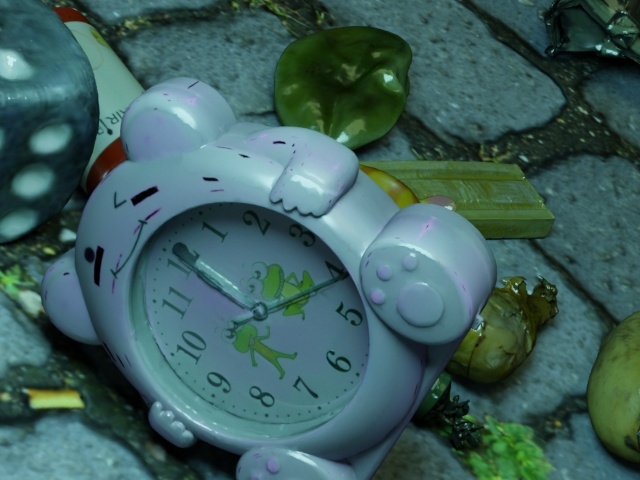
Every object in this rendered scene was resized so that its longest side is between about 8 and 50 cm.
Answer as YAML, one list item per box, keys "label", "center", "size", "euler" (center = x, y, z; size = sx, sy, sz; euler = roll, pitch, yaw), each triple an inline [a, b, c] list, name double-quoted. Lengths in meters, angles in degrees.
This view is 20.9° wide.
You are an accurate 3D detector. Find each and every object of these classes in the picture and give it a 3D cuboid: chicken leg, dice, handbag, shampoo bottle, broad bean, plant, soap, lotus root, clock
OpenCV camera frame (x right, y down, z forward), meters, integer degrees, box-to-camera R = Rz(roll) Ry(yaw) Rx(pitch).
- label: "chicken leg"
  center: [0.172, 0.075, 1.684]
  size: [0.101, 0.085, 0.207]
  euler: [30, 26, 21]
- label: "dice"
  center: [-0.312, -0.111, 1.498]
  size: [0.181, 0.182, 0.183]
  euler: [-9, 49, -38]
- label: "handbag"
  center: [0.480, -0.289, 2.251]
  size: [0.325, 0.162, 0.327]
  euler: [29, 42, 5]
- label: "shampoo bottle"
  center: [-0.193, -0.095, 1.622]
  size: [0.104, 0.104, 0.278]
  euler: [-13, 53, -42]
- label: "broad bean"
  center: [0.026, -0.168, 1.880]
  size: [0.153, 0.072, 0.206]
  euler: [25, 36, 16]
- label: "plant"
  center: [0.111, 0.148, 1.576]
  size: [0.102, 0.051, 0.051]
  euler: [39, 36, -3]
- label: "soap"
  center: [0.132, -0.042, 1.827]
  size: [0.252, 0.037, 0.092]
  euler: [-2, 47, -35]
- label: "lotus root"
  center: [0.319, 0.148, 1.649]
  size: [0.118, 0.125, 0.221]
  euler: [48, 27, -18]
- label: "clock"
  center: [-0.051, 0.045, 1.385]
  size: [0.322, 0.295, 0.113]
  euler: [34, 28, 6]

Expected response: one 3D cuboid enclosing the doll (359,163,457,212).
- label: "doll"
  center: [-0.010, 0.017, 1.567]
  size: [0.166, 0.162, 0.269]
  euler: [28, 23, 25]
